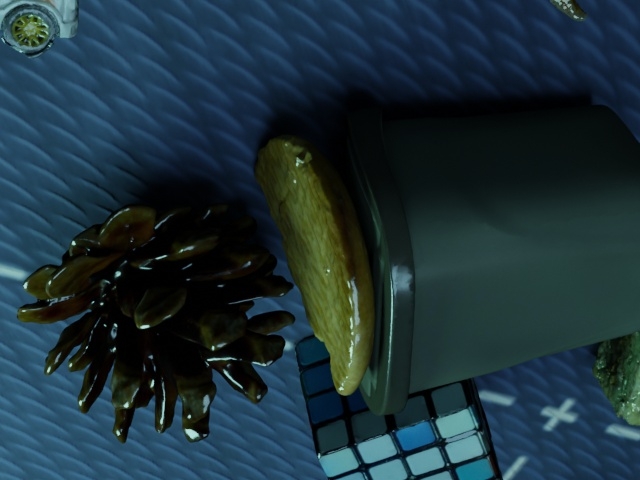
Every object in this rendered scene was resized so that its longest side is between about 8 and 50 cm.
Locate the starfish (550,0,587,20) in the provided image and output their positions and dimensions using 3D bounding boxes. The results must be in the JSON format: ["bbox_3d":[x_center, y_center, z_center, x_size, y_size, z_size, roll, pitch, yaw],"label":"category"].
[{"bbox_3d":[0.209,-0.278,1.050,0.277,0.062,0.236,7,128,-28],"label":"starfish"}]

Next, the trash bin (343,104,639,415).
[{"bbox_3d":[0.143,0.000,1.181,0.250,0.219,0.220,-9,133,-12],"label":"trash bin"}]

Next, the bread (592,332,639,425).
[{"bbox_3d":[0.381,0.107,1.391,0.196,0.102,0.138,-5,134,-11],"label":"bread"}]

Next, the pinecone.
[{"bbox_3d":[-0.128,0.069,1.191,0.229,0.202,0.201,-21,90,-19],"label":"pinecone"}]

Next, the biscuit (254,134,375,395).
[{"bbox_3d":[0.001,0.000,1.131,0.033,0.224,0.144,-12,149,-20],"label":"biscuit"}]

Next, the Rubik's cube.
[{"bbox_3d":[0.077,0.174,1.354,0.154,0.151,0.155,-19,132,7],"label":"Rubik's cube"}]

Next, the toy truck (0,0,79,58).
[{"bbox_3d":[-0.278,-0.209,0.985,0.227,0.098,0.114,7,123,-15],"label":"toy truck"}]
